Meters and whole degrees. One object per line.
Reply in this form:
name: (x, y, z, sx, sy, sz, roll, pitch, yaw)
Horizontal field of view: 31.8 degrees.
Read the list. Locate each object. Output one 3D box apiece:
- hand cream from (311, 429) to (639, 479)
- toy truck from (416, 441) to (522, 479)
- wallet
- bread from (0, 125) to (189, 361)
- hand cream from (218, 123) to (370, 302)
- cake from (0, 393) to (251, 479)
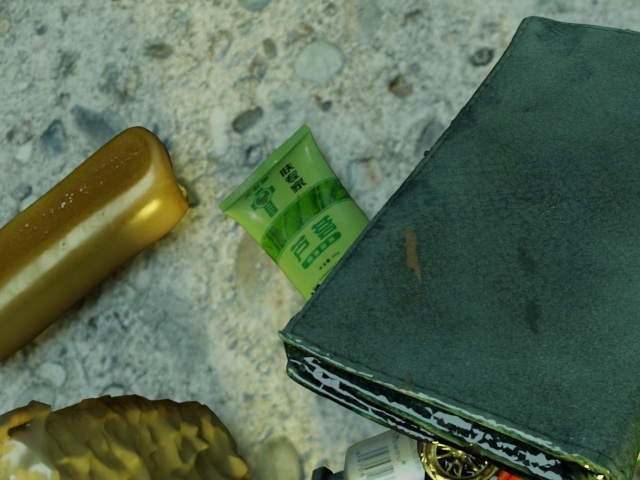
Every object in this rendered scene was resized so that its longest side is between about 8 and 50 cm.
hand cream: (0.127, 0.130, 0.735, 0.276, 0.059, 0.095, -20, 75, 12)
toy truck: (0.105, 0.181, 0.663, 0.114, 0.107, 0.252, -1, 102, -4)
wallet: (0.143, -0.020, 0.659, 0.191, 0.046, 0.379, 19, 46, 22)
bread: (-0.205, 0.009, 0.897, 0.239, 0.074, 0.092, -37, 48, 8)
hand cream: (0.000, 0.000, 0.828, 0.095, 0.046, 0.175, -43, 61, 9)
cake: (-0.172, 0.277, 0.682, 0.293, 0.314, 0.307, -23, 76, 18)
